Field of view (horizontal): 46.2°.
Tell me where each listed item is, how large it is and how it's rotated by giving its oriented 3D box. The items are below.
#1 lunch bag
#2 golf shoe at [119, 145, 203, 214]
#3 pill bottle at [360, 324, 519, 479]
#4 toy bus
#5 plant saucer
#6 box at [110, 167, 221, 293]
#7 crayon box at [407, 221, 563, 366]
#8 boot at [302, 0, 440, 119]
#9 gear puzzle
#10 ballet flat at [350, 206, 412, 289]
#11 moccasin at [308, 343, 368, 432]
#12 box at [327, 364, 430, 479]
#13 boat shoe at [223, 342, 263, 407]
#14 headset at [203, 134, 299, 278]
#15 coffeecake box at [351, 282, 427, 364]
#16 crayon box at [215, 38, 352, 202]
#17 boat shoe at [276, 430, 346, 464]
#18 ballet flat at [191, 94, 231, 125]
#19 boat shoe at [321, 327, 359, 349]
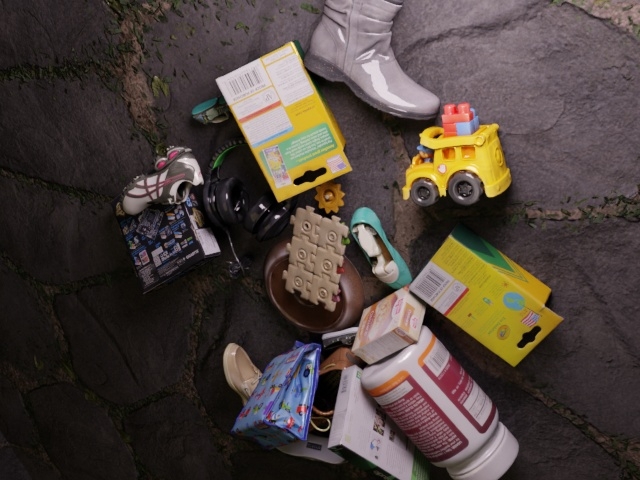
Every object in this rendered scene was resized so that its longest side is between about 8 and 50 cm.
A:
[{"bbox_3d":[-0.107,0.412,2.097,0.138,0.293,0.221,30,148,-18],"label":"lunch bag"},{"bbox_3d":[-0.420,-0.131,1.959,0.273,0.105,0.120,-37,82,29],"label":"golf shoe"},{"bbox_3d":[0.306,0.427,1.905,0.392,0.224,0.224,49,129,-3],"label":"pill bottle"},{"bbox_3d":[0.279,-0.189,1.611,0.220,0.149,0.211,-2,112,33],"label":"toy bus"},{"bbox_3d":[-0.030,0.134,2.038,0.311,0.050,0.310,14,124,22],"label":"plant saucer"},{"bbox_3d":[-0.440,-0.037,2.096,0.295,0.073,0.293,-29,79,37],"label":"box"},{"bbox_3d":[0.391,0.131,1.773,0.318,0.081,0.202,38,129,6],"label":"crayon box"},{"bbox_3d":[0.131,-0.411,1.589,0.338,0.118,0.222,28,122,8],"label":"boot"},{"bbox_3d":[0.000,0.000,1.896,0.175,0.044,0.339,22,116,29],"label":"gear puzzle"},{"bbox_3d":[0.142,0.037,1.856,0.083,0.087,0.247,-22,106,33],"label":"ballet flat"},{"bbox_3d":[0.005,0.447,2.135,0.139,0.147,0.380,43,129,1],"label":"moccasin"},{"bbox_3d":[0.167,0.502,1.957,0.322,0.232,0.058,36,135,-23],"label":"box"},{"bbox_3d":[-0.203,0.433,2.277,0.098,0.109,0.302,-6,120,26],"label":"boat shoe"},{"bbox_3d":[-0.183,-0.085,1.967,0.243,0.185,0.394,20,110,14],"label":"headset"},{"bbox_3d":[0.174,0.211,1.888,0.068,0.142,0.185,37,136,-17],"label":"coffeecake box"},{"bbox_3d":[-0.078,-0.278,1.760,0.203,0.083,0.323,-22,105,15],"label":"crayon box"},{"bbox_3d":[-0.032,0.624,2.301,0.268,0.096,0.088,7,157,20],"label":"boat shoe"},{"bbox_3d":[-0.238,-0.336,1.879,0.188,0.070,0.070,-15,109,37],"label":"ballet flat"},{"bbox_3d":[0.069,0.268,2.045,0.142,0.040,0.049,-15,152,27],"label":"boat shoe"}]
